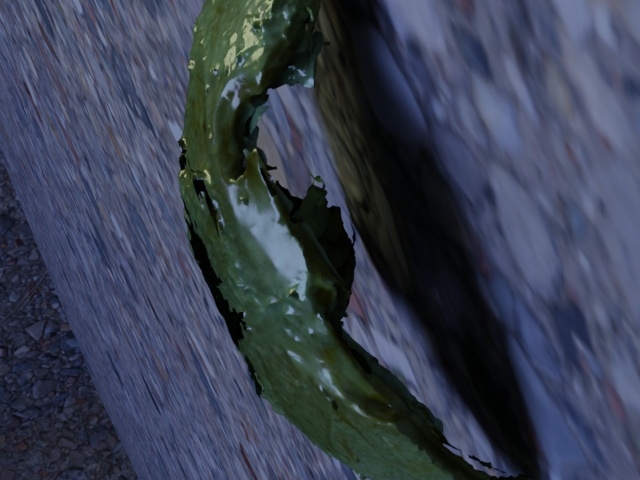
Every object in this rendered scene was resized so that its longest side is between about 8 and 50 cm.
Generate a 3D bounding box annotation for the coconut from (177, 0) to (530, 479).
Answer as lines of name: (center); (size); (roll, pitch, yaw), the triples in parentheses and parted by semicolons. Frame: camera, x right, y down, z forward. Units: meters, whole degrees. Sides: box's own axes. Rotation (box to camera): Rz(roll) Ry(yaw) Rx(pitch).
coconut: (-0.003, 0.003, 0.449); (0.158, 0.055, 0.133); (67, 168, -3)
